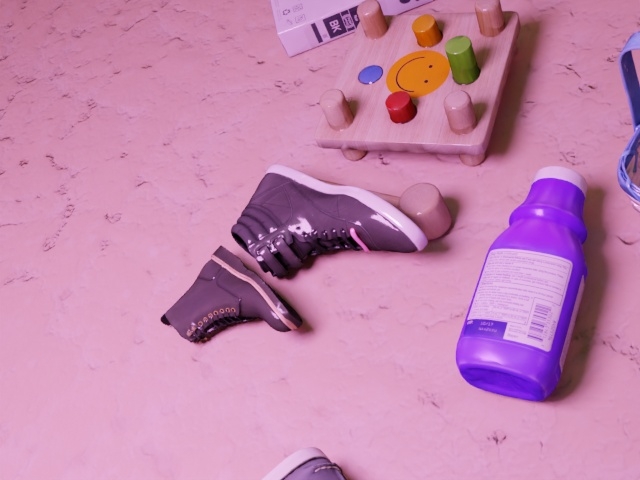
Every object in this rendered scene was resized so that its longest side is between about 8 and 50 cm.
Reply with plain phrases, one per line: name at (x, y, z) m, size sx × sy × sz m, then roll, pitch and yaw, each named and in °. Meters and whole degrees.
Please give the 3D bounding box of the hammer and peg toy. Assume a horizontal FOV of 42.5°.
hammer and peg toy at (0.117, -0.189, 1.164) m, size 0.265 × 0.127 × 0.362 m, roll 6°, pitch 60°, yaw 27°

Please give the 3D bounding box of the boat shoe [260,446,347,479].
boat shoe at (-0.083, 0.363, 0.868) m, size 0.319 × 0.116 × 0.099 m, roll -43°, pitch 47°, yaw -16°

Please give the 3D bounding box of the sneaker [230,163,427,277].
sneaker at (0.000, 0.000, 1.103) m, size 0.295 × 0.105 × 0.147 m, roll 21°, pitch 69°, yaw 40°

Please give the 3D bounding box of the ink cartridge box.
ink cartridge box at (0.076, -0.441, 1.403) m, size 0.332 × 0.065 × 0.166 m, roll -19°, pitch 51°, yaw 11°

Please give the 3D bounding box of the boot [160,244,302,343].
boot at (-0.121, 0.105, 1.103) m, size 0.137 × 0.077 × 0.198 m, roll -48°, pitch 39°, yaw -8°

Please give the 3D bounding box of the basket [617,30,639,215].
basket at (0.446, -0.091, 0.849) m, size 0.254 × 0.289 × 0.201 m, roll 25°, pitch 69°, yaw 36°

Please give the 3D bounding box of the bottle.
bottle at (0.249, 0.043, 0.966) m, size 0.118 × 0.092 × 0.283 m, roll 9°, pitch 60°, yaw 27°
